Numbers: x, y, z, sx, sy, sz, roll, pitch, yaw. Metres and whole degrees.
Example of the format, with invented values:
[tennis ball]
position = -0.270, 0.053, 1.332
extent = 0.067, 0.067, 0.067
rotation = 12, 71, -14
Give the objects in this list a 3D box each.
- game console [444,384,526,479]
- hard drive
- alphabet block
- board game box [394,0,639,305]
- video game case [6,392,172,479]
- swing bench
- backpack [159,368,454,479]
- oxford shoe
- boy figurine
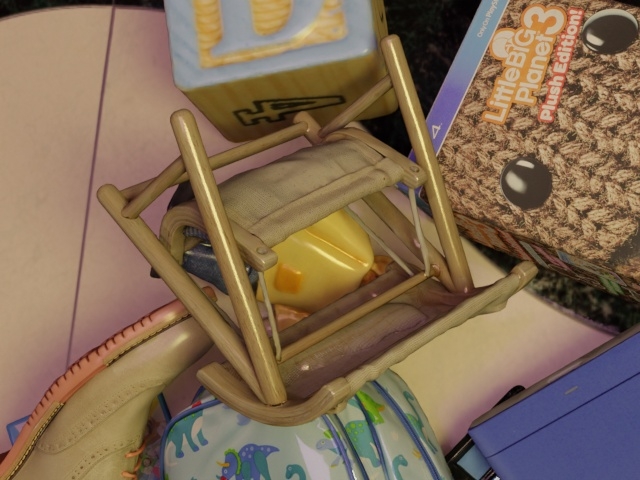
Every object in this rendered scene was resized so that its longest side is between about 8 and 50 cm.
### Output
[game console]
position = 0.184, 0.216, 1.135
extent = 0.122, 0.107, 0.071
rotation = -46, 48, -1
[hard drive]
position = 0.305, 0.246, 1.055
extent = 0.210, 0.040, 0.319
rotation = -35, 89, 23
[alphabet block]
position = -0.037, -0.222, 1.183
extent = 0.193, 0.197, 0.193
rotation = -8, 80, 8
[board game box]
position = 0.259, -0.085, 1.099
extent = 0.291, 0.141, 0.232
rotation = 22, 84, 29
[video game case]
position = -0.229, 0.213, 1.232
extent = 0.166, 0.015, 0.119
rotation = -24, 77, 5
[swing bench]
position = 0.000, 0.000, 1.001
extent = 0.253, 0.165, 0.255
rotation = -25, 84, -40
[backpack]
position = 0.000, 0.269, 1.074
extent = 0.290, 0.273, 0.356
rotation = -21, 61, 35
[oxford shoe]
position = -0.211, 0.205, 1.148
extent = 0.146, 0.140, 0.397
rotation = 47, 108, 8
[boy figurine]
position = -0.019, 0.035, 1.170
extent = 0.285, 0.092, 0.177
rotation = 21, 116, -4
